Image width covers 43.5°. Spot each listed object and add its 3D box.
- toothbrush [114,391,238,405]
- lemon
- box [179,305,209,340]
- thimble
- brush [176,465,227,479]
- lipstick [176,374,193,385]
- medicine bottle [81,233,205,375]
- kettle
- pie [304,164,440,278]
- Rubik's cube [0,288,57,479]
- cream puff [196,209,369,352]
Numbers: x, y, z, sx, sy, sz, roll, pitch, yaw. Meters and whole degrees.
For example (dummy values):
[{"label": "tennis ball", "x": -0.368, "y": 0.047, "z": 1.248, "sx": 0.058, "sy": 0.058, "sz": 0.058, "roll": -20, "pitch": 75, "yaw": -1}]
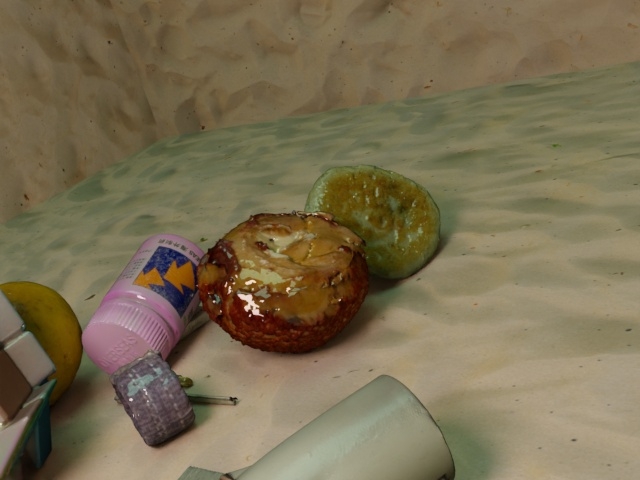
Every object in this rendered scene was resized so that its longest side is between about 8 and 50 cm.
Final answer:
[{"label": "toothbrush", "x": -0.273, "y": 0.290, "z": 1.486, "sx": 0.295, "sy": 0.026, "sz": 0.028, "roll": -6, "pitch": 41, "yaw": 29}, {"label": "lemon", "x": -0.599, "y": 0.218, "z": 1.596, "sx": 0.246, "sy": 0.319, "sz": 0.245, "roll": 8, "pitch": 50, "yaw": -10}, {"label": "box", "x": -0.343, "y": 0.179, "z": 1.830, "sx": 0.198, "sy": 0.029, "sz": 0.109, "roll": 4, "pitch": 29, "yaw": 45}, {"label": "thimble", "x": -0.286, "y": 0.271, "z": 1.373, "sx": 0.098, "sy": 0.150, "sz": 0.150, "roll": -29, "pitch": 22, "yaw": -20}, {"label": "brush", "x": -0.227, "y": 0.404, "z": 1.172, "sx": 0.083, "sy": 0.011, "sz": 0.205, "roll": 0, "pitch": 27, "yaw": 37}, {"label": "lipstick", "x": -0.300, "y": 0.271, "z": 1.548, "sx": 0.116, "sy": 0.037, "sz": 0.037, "roll": -4, "pitch": 24, "yaw": 24}, {"label": "medicine bottle", "x": -0.355, "y": 0.135, "z": 1.676, "sx": 0.178, "sy": 0.178, "sz": 0.290, "roll": -8, "pitch": 33, "yaw": 24}, {"label": "kettle", "x": 0.038, "y": 0.316, "z": 0.991, "sx": 0.255, "sy": 0.165, "sz": 0.240, "roll": -27, "pitch": 50, "yaw": -23}, {"label": "pie", "x": 0.118, "y": -0.041, "z": 1.750, "sx": 0.323, "sy": 0.323, "sz": 0.070, "roll": -32, "pitch": -19, "yaw": -34}, {"label": "Rubik's cube", "x": -0.609, "y": 0.286, "z": 1.296, "sx": 0.368, "sy": 0.358, "sz": 0.387, "roll": -39, "pitch": 15, "yaw": -32}, {"label": "cream puff", "x": -0.074, "y": 0.091, "z": 1.544, "sx": 0.351, "sy": 0.228, "sz": 0.350, "roll": 4, "pitch": 31, "yaw": -3}]
